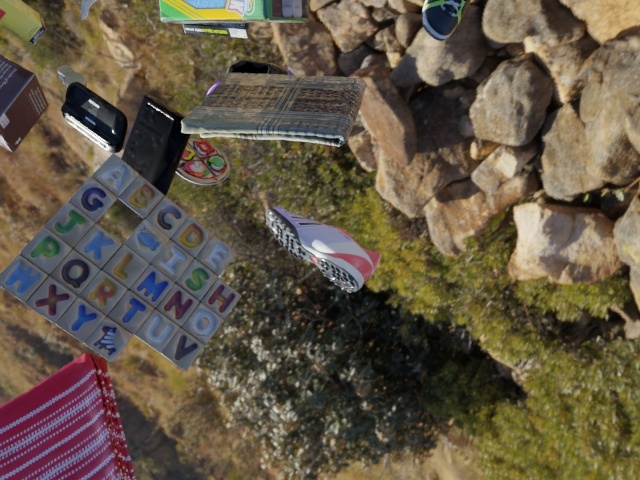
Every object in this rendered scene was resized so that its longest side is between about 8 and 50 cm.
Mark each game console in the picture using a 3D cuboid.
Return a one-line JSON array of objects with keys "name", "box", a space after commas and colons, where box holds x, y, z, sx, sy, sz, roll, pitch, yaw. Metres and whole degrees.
[{"name": "game console", "box": [-0.462, -0.260, 1.264, 0.361, 0.044, 0.213, 34, 109, 17]}]

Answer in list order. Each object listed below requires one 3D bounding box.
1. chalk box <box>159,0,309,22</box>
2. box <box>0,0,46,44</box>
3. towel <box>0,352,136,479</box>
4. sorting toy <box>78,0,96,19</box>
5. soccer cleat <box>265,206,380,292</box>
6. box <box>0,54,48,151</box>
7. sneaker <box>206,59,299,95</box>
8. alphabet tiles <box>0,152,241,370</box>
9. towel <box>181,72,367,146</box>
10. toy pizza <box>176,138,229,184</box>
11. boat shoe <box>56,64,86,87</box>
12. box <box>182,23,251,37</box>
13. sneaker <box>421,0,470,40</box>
[{"name": "chalk box", "box": [-0.126, -0.487, 0.985, 0.289, 0.180, 0.179, 7, 112, 21]}, {"name": "box", "box": [-0.771, -0.569, 1.293, 0.058, 0.232, 0.087, -41, 52, 12]}, {"name": "towel", "box": [-0.333, 0.302, 0.694, 0.274, 0.199, 0.031, 61, -177, 30]}, {"name": "sorting toy", "box": [-0.540, -0.548, 1.269, 0.083, 0.045, 0.075, 33, 110, 58]}, {"name": "soccer cleat", "box": [0.000, 0.000, 1.363, 0.318, 0.116, 0.108, 35, 152, 23]}, {"name": "box", "box": [-0.825, -0.360, 1.354, 0.203, 0.167, 0.168, 28, 160, -7]}, {"name": "sneaker", "box": [-0.202, -0.401, 1.396, 0.293, 0.146, 0.102, -2, 83, 32]}, {"name": "alphabet tiles", "box": [-0.221, 0.044, 0.669, 0.237, 0.198, 0.009, 41, 160, -16]}, {"name": "towel", "box": [-0.083, -0.268, 1.117, 0.324, 0.312, 0.056, 6, 126, 8]}, {"name": "toy pizza", "box": [-0.383, -0.258, 1.747, 0.201, 0.201, 0.032, 43, 133, 9]}, {"name": "boat shoe", "box": [-0.637, -0.408, 1.414, 0.137, 0.049, 0.043, 39, 147, 34]}, {"name": "box", "box": [-0.288, -0.677, 1.590, 0.191, 0.184, 0.045, 6, 161, 3]}, {"name": "sneaker", "box": [0.286, -0.533, 1.137, 0.084, 0.234, 0.097, 25, 175, -10]}]
